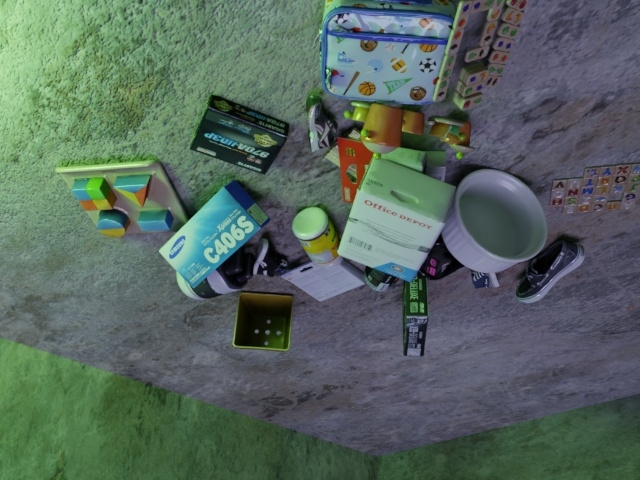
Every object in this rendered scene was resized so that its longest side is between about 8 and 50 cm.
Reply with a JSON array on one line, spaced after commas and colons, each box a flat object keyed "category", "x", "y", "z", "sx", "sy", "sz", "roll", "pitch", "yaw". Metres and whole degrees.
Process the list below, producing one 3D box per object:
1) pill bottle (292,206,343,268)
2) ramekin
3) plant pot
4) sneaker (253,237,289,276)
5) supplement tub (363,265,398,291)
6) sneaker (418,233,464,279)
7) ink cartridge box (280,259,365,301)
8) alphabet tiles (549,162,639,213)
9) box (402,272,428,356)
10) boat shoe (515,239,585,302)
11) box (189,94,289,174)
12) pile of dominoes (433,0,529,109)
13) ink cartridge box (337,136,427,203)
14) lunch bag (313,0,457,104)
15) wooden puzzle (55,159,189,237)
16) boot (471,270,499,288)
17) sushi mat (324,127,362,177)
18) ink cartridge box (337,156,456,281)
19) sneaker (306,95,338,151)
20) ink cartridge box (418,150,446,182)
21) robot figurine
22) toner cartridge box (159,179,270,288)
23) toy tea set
[{"category": "pill bottle", "x": 0.000, "y": 0.000, "z": 1.889, "sx": 0.117, "sy": 0.117, "sz": 0.215, "roll": -8, "pitch": 144, "yaw": 18}, {"category": "ramekin", "x": 0.465, "y": -0.045, "z": 1.644, "sx": 0.277, "sy": 0.277, "sz": 0.135, "roll": 13, "pitch": 152, "yaw": -11}, {"category": "plant pot", "x": -0.213, "y": 0.337, "z": 2.340, "sx": 0.212, "sy": 0.212, "sz": 0.187, "roll": 3, "pitch": 158, "yaw": 2}, {"category": "sneaker", "x": -0.159, "y": 0.058, "z": 2.036, "sx": 0.121, "sy": 0.079, "sz": 0.217, "roll": 9, "pitch": 153, "yaw": -12}, {"category": "supplement tub", "x": 0.224, "y": 0.078, "z": 1.974, "sx": 0.116, "sy": 0.117, "sz": 0.190, "roll": 12, "pitch": 145, "yaw": -10}, {"category": "sneaker", "x": 0.303, "y": 0.010, "z": 1.771, "sx": 0.482, "sy": 0.202, "sz": 0.185, "roll": -3, "pitch": 140, "yaw": 6}, {"category": "ink cartridge box", "x": 0.007, "y": 0.123, "z": 2.127, "sx": 0.223, "sy": 0.045, "sz": 0.224, "roll": -25, "pitch": 135, "yaw": 35}, {"category": "alphabet tiles", "x": 0.775, "y": -0.142, "z": 1.689, "sx": 0.237, "sy": 0.009, "sz": 0.198, "roll": -4, "pitch": 144, "yaw": 12}, {"category": "box", "x": 0.324, "y": 0.228, "z": 2.070, "sx": 0.076, "sy": 0.243, "sz": 0.308, "roll": 0, "pitch": 144, "yaw": 6}, {"category": "boat shoe", "x": 0.722, "y": 0.101, "z": 1.960, "sx": 0.102, "sy": 0.108, "sz": 0.301, "roll": 17, "pitch": 141, "yaw": -17}, {"category": "box", "x": -0.215, "y": -0.273, "z": 1.580, "sx": 0.220, "sy": 0.051, "sz": 0.175, "roll": 18, "pitch": 143, "yaw": -19}, {"category": "pile of dominoes", "x": 0.346, "y": -0.393, "z": 1.255, "sx": 0.195, "sy": 0.040, "sz": 0.251, "roll": -21, "pitch": 146, "yaw": -21}, {"category": "ink cartridge box", "x": 0.158, "y": -0.146, "z": 1.608, "sx": 0.238, "sy": 0.060, "sz": 0.275, "roll": 12, "pitch": 147, "yaw": 15}, {"category": "lunch bag", "x": 0.137, "y": -0.416, "z": 1.284, "sx": 0.303, "sy": 0.115, "sz": 0.243, "roll": 4, "pitch": 143, "yaw": -1}, {"category": "wooden puzzle", "x": -0.594, "y": -0.106, "z": 1.841, "sx": 0.321, "sy": 0.081, "sz": 0.348, "roll": -3, "pitch": 145, "yaw": 10}, {"category": "boot", "x": 0.549, "y": 0.112, "z": 2.026, "sx": 0.086, "sy": 0.069, "sz": 0.190, "roll": -12, "pitch": 144, "yaw": 18}, {"category": "sushi mat", "x": 0.172, "y": -0.180, "z": 1.624, "sx": 0.316, "sy": 0.019, "sz": 0.151, "roll": 32, "pitch": 148, "yaw": -15}, {"category": "ink cartridge box", "x": 0.189, "y": -0.048, "z": 1.555, "sx": 0.223, "sy": 0.129, "sz": 0.307, "roll": 22, "pitch": 148, "yaw": 4}, {"category": "sneaker", "x": 0.005, "y": -0.300, "z": 1.517, "sx": 0.077, "sy": 0.072, "sz": 0.178, "roll": -8, "pitch": 153, "yaw": -2}, {"category": "ink cartridge box", "x": 0.289, "y": -0.167, "z": 1.665, "sx": 0.104, "sy": 0.060, "sz": 0.180, "roll": 2, "pitch": 145, "yaw": 6}, {"category": "robot figurine", "x": -0.357, "y": 0.101, "z": 2.035, "sx": 0.278, "sy": 0.173, "sz": 0.209, "roll": -17, "pitch": 107, "yaw": 28}, {"category": "toner cartridge box", "x": -0.327, "y": -0.014, "z": 1.826, "sx": 0.347, "sy": 0.075, "sz": 0.165, "roll": -40, "pitch": 94, "yaw": 30}, {"category": "toy tea set", "x": 0.224, "y": -0.245, "z": 1.436, "sx": 0.335, "sy": 0.200, "sz": 0.125, "roll": 9, "pitch": 103, "yaw": -10}]
